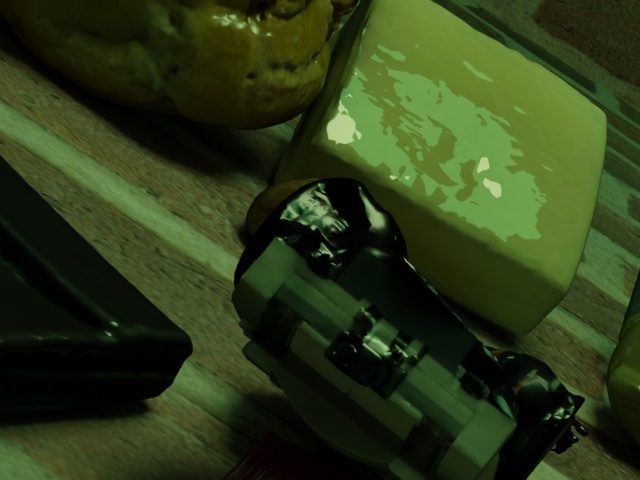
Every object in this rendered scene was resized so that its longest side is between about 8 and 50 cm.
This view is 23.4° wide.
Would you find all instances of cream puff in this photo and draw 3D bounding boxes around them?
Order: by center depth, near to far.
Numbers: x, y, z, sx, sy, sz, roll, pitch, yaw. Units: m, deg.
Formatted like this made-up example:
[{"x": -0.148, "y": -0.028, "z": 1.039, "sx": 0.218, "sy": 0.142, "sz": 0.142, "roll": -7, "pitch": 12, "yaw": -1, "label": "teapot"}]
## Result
[{"x": -0.121, "y": -0.258, "z": 1.305, "sx": 0.327, "sy": 0.231, "sz": 0.343, "roll": -4, "pitch": 41, "yaw": -39, "label": "cream puff"}]

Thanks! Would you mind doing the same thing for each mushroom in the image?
[{"x": 0.003, "y": -0.011, "z": 1.230, "sx": 0.129, "sy": 0.073, "sz": 0.088, "roll": 29, "pitch": -15, "yaw": -27, "label": "mushroom"}]

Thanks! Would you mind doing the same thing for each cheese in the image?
[{"x": 0.117, "y": -0.078, "z": 1.384, "sx": 0.265, "sy": 0.124, "sz": 0.242, "roll": 30, "pitch": 52, "yaw": -11, "label": "cheese"}]

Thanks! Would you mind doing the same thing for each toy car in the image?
[{"x": 0.043, "y": 0.085, "z": 0.870, "sx": 0.193, "sy": 0.118, "sz": 0.301, "roll": 38, "pitch": -12, "yaw": 11, "label": "toy car"}]

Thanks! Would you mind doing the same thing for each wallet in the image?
[{"x": -0.265, "y": -0.052, "z": 0.882, "sx": 0.406, "sy": 0.062, "sz": 0.228, "roll": 43, "pitch": 20, "yaw": 26, "label": "wallet"}]

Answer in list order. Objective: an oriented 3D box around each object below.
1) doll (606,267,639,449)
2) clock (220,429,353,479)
[{"x": 0.341, "y": 0.113, "z": 1.355, "sx": 0.177, "sy": 0.161, "sz": 0.260, "roll": 16, "pitch": 14, "yaw": 7, "label": "doll"}, {"x": -0.018, "y": 0.170, "z": 0.758, "sx": 0.113, "sy": 0.061, "sz": 0.155, "roll": 36, "pitch": 22, "yaw": 8, "label": "clock"}]
